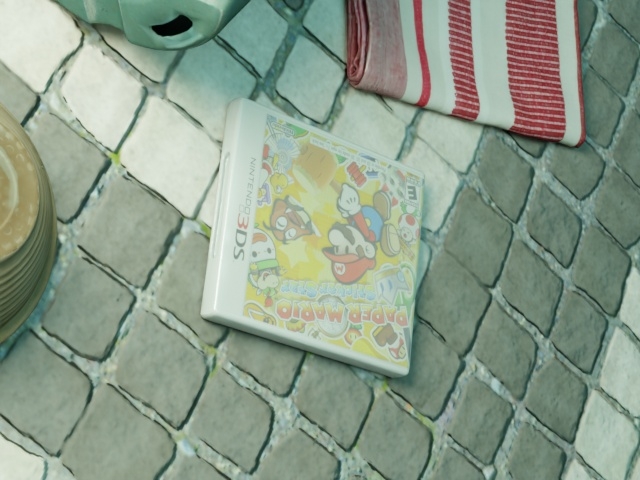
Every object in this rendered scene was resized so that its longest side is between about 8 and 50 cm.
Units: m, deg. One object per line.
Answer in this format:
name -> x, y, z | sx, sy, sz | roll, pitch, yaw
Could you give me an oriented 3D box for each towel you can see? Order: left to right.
towel -> 0.159, -0.237, 1.578 | 0.329, 0.037, 0.237 | 11, 72, -38

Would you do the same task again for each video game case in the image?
video game case -> 0.000, 0.000, 1.386 | 0.227, 0.026, 0.206 | 20, 66, -35

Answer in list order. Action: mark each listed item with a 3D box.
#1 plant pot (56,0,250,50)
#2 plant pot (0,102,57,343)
plant pot -> -0.093, -0.355, 1.224 | 0.341, 0.341, 0.334 | 46, 61, -21
plant pot -> -0.283, -0.028, 1.102 | 0.237, 0.110, 0.237 | 12, 71, -36
